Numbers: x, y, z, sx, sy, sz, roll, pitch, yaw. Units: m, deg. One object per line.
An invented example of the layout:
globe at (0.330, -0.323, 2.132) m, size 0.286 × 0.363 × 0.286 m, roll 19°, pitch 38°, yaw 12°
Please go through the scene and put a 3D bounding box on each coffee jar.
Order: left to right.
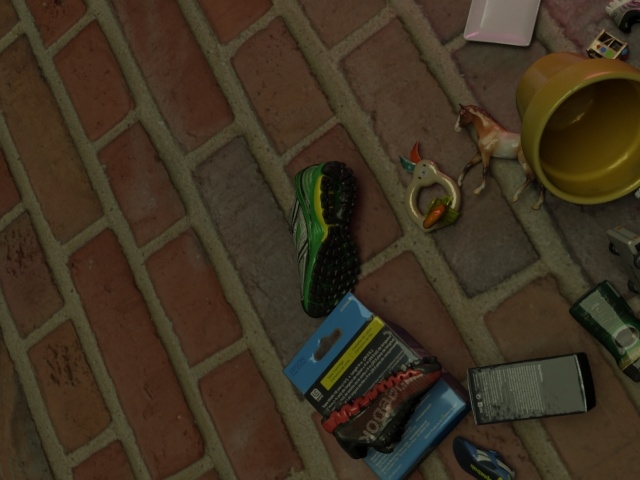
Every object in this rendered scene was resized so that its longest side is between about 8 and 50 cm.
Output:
coffee jar at (0.559, 0.170, 1.500) m, size 0.096 × 0.079 × 0.184 m, roll -42°, pitch 67°, yaw 11°

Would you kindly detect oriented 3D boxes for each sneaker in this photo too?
sneaker at (0.000, 0.000, 1.778) m, size 0.146 × 0.134 × 0.343 m, roll 2°, pitch 88°, yaw 51°
sneaker at (0.135, 0.329, 1.551) m, size 0.276 × 0.098 × 0.135 m, roll -37°, pitch 70°, yaw 20°
sneaker at (0.322, 0.439, 1.596) m, size 0.144 × 0.059 × 0.053 m, roll 38°, pitch 132°, yaw 40°
sneaker at (0.643, -0.456, 1.551) m, size 0.170 × 0.063 × 0.074 m, roll -24°, pitch 74°, yaw 26°

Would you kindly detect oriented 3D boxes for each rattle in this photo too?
rattle at (0.202, -0.116, 1.676) m, size 0.130 × 0.143 × 0.199 m, roll -25°, pitch 81°, yaw 44°

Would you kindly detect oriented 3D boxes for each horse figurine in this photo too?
horse figurine at (0.384, -0.166, 1.634) m, size 0.263 × 0.066 × 0.174 m, roll 19°, pitch 98°, yaw 28°

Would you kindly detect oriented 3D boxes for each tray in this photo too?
tray at (0.402, -0.541, 1.692) m, size 0.145 × 0.030 × 0.270 m, roll 14°, pitch 90°, yaw 27°

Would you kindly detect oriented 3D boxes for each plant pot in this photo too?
plant pot at (0.474, -0.230, 1.484) m, size 0.254 × 0.254 × 0.239 m, roll -40°, pitch 29°, yaw 16°

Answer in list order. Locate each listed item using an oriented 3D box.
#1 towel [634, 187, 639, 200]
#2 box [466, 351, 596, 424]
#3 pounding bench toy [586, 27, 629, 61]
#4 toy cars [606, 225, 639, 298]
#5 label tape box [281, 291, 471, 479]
towel at (0.742, -0.073, 1.414) m, size 0.284 × 0.121 × 0.235 m, roll -42°, pitch 63°, yaw 13°
box at (0.400, 0.278, 1.520) m, size 0.207 × 0.153 × 0.108 m, roll -12°, pitch 79°, yaw 24°
pounding bench toy at (0.557, -0.359, 1.583) m, size 0.065 × 0.052 × 0.083 m, roll 44°, pitch 102°, yaw 23°
toy cars at (0.653, 0.126, 1.418) m, size 0.087 × 0.176 × 0.393 m, roll -34°, pitch 70°, yaw 1°
label tape box at (0.120, 0.304, 1.675) m, size 0.334 × 0.106 × 0.240 m, roll 44°, pitch 103°, yaw 23°
